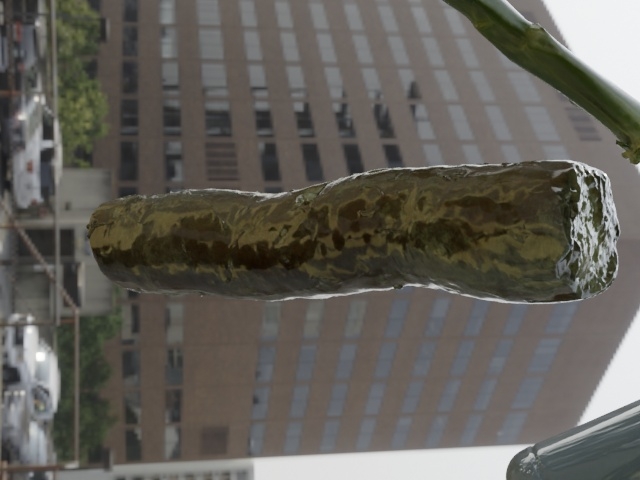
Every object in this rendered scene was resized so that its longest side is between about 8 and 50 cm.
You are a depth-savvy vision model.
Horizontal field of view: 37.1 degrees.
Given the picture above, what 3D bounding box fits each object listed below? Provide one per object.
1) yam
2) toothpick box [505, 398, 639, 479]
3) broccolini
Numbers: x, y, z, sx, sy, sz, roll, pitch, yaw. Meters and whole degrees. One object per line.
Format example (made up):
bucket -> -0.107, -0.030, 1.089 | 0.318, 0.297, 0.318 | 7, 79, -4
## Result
yam -> 0.000, 0.000, 0.425 | 0.253, 0.061, 0.061 | -2, -94, 35
toothpick box -> 0.312, 0.162, 0.568 | 0.263, 0.355, 0.263 | 61, 8, -15
broccolini -> 0.080, -0.169, 0.622 | 0.074, 0.392, 0.079 | -59, -171, -24
